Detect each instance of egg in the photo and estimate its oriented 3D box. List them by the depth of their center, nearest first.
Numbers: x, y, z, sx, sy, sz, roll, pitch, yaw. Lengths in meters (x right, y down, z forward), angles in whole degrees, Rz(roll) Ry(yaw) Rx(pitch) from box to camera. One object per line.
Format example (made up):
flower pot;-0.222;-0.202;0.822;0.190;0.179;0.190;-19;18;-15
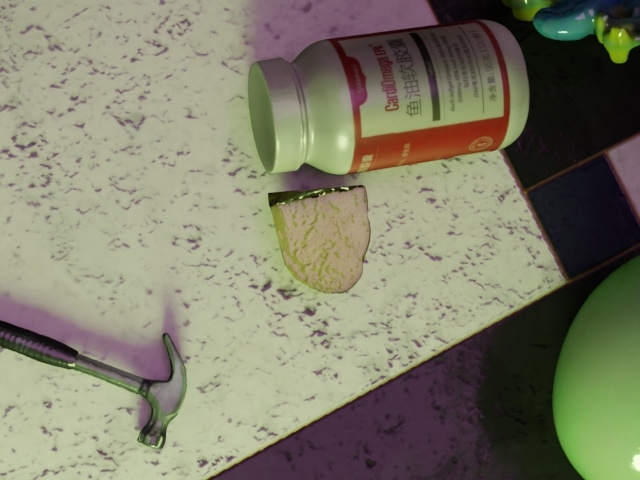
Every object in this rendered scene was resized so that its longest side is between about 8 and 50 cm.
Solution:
egg;0.339;0.126;1.088;0.220;0.220;0.269;42;77;-5

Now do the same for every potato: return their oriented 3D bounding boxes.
potato;0.000;0.000;1.106;0.096;0.066;0.103;-3;89;1

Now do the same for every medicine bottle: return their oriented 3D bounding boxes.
medicine bottle;0.064;-0.135;1.102;0.250;0.131;0.131;-10;86;-14

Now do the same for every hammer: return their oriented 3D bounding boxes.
hammer;-0.240;0.100;1.059;0.246;0.029;0.103;24;79;-8

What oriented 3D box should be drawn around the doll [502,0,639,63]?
doll;0.348;-0.289;1.102;0.341;0.346;0.098;-31;132;-12
